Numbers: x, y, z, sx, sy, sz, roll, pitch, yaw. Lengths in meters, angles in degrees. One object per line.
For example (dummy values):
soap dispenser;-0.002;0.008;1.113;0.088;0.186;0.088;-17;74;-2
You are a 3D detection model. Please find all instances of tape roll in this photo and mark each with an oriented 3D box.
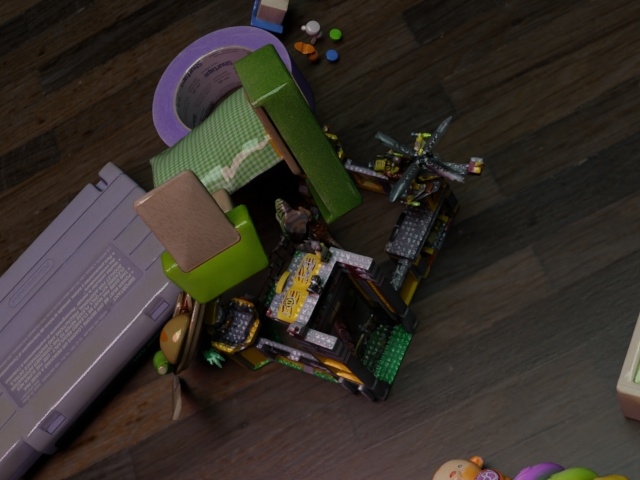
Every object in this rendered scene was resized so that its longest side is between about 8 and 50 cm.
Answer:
tape roll;-0.108;-0.167;1.223;0.189;0.080;0.189;-10;60;18

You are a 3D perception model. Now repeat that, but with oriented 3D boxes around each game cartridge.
game cartridge;-0.303;0.093;1.175;0.355;0.068;0.230;-48;56;-6

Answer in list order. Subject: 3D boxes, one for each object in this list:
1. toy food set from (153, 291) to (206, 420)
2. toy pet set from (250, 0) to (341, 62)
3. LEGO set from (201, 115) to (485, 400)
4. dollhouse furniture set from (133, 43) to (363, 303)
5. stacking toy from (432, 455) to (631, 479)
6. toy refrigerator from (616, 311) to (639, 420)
toy food set;-0.150;0.083;1.055;0.038;0.132;0.192;14;96;-11
toy pet set;-0.031;-0.284;1.277;0.114;0.065;0.122;13;69;-9
LEGO set;0.000;0.000;1.023;0.255;0.192;0.331;26;76;31
dollhouse furniture set;-0.108;-0.108;0.995;0.197;0.151;0.301;-32;34;4
stacking toy;0.215;0.253;0.848;0.302;0.166;0.175;17;62;45
toy refrigerator;0.404;0.132;0.844;0.269;0.094;0.102;15;71;28
